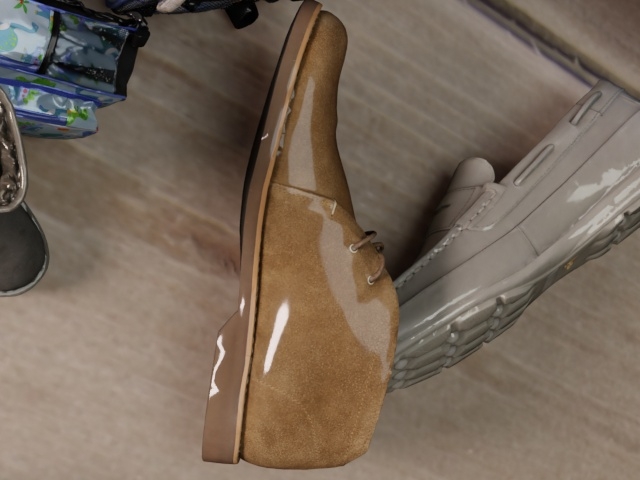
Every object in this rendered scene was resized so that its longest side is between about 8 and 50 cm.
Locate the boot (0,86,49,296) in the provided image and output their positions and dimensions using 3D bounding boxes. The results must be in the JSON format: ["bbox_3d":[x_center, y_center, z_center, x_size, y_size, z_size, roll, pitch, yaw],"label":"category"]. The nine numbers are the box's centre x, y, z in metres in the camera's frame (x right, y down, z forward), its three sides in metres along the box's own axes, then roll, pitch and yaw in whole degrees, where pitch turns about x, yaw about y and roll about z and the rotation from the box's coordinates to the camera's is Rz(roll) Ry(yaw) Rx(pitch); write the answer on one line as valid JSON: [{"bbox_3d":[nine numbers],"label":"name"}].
[{"bbox_3d":[-0.190,-0.035,0.742,0.190,0.208,0.076,48,67,-24],"label":"boot"}]

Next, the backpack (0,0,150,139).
[{"bbox_3d":[-0.176,-0.106,0.807,0.114,0.105,0.084,17,84,-28],"label":"backpack"}]

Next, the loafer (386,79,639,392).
[{"bbox_3d":[0.126,-0.004,1.003,0.319,0.112,0.111,-34,70,-18],"label":"loafer"}]

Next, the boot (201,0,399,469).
[{"bbox_3d":[0.000,0.000,0.894,0.115,0.112,0.305,8,97,2],"label":"boot"}]

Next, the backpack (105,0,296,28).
[{"bbox_3d":[-0.071,-0.254,0.767,0.213,0.263,0.277,-20,101,-31],"label":"backpack"}]
